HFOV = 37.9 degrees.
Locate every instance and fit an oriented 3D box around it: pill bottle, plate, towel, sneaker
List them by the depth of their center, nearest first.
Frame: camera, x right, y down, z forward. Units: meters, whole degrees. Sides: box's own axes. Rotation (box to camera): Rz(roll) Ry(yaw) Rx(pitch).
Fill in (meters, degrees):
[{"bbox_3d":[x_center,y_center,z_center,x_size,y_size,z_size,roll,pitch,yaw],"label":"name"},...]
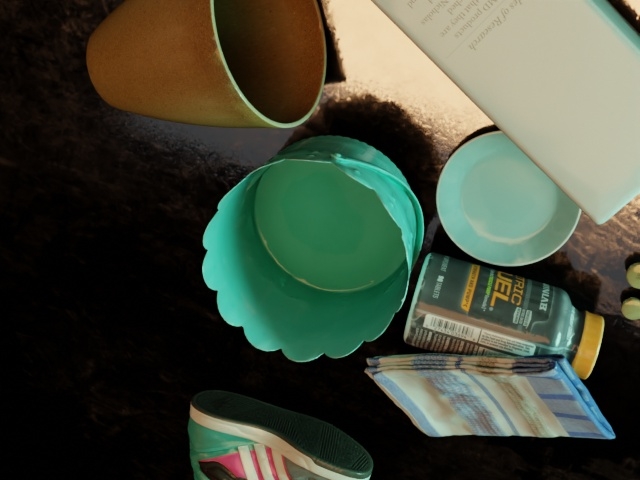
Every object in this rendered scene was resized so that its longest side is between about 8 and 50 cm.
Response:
[{"bbox_3d":[0.247,-0.056,1.223,0.188,0.024,0.188,6,113,13],"label":"plate"},{"bbox_3d":[0.243,0.108,1.232,0.245,0.130,0.130,16,115,8],"label":"pill bottle"},{"bbox_3d":[0.223,0.215,1.248,0.285,0.034,0.209,-6,140,36],"label":"towel"},{"bbox_3d":[-0.076,0.359,1.419,0.295,0.124,0.178,18,110,16],"label":"sneaker"}]

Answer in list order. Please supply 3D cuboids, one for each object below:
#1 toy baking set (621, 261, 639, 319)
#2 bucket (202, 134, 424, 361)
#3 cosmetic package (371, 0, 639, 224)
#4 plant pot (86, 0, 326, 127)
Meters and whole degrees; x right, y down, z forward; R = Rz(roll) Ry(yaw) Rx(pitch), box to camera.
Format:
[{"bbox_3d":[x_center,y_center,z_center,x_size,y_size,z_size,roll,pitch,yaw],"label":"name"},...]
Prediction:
[{"bbox_3d":[0.511,0.081,1.208,0.256,0.030,0.197,46,118,-6],"label":"toy baking set"},{"bbox_3d":[0.000,0.000,1.224,0.281,0.183,0.281,6,113,13],"label":"bucket"},{"bbox_3d":[0.209,-0.255,1.039,0.453,0.230,0.161,44,115,-6],"label":"cosmetic package"},{"bbox_3d":[-0.160,-0.239,1.165,0.254,0.237,0.237,-7,110,32],"label":"plant pot"}]
